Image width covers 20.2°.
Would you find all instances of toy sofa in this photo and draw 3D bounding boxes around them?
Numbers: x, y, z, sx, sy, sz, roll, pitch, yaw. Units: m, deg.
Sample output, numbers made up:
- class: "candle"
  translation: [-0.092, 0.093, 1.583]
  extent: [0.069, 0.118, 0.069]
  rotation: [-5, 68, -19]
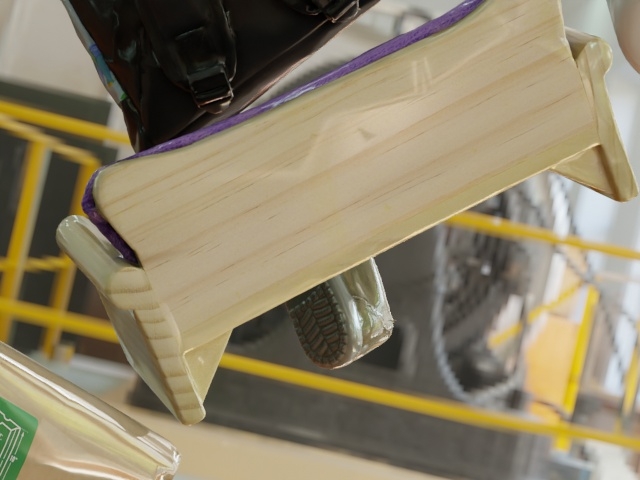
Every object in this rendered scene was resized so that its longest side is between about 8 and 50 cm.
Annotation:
- class: "toy sofa"
  translation: [0.011, -0.048, 1.185]
  extent: [0.362, 0.177, 0.150]
  rotation: [-27, 21, -12]

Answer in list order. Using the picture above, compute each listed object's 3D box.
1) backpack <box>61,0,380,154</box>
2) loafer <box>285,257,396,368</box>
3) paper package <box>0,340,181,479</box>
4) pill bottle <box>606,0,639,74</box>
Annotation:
- class: "backpack"
  translation: [-0.111, -0.285, 1.385]
  extent: [0.355, 0.290, 0.273]
  rotation: [51, 13, -4]
- class: "loafer"
  translation: [0.000, 0.000, 1.670]
  extent: [0.087, 0.251, 0.094]
  rotation: [-1, -21, -44]
- class: "paper package"
  translation: [-0.303, 0.114, 1.083]
  extent: [0.309, 0.168, 0.325]
  rotation: [11, -18, 35]
- class: "pill bottle"
  translation: [0.302, -0.249, 1.501]
  extent: [0.146, 0.146, 0.264]
  rotation: [13, 37, -11]
